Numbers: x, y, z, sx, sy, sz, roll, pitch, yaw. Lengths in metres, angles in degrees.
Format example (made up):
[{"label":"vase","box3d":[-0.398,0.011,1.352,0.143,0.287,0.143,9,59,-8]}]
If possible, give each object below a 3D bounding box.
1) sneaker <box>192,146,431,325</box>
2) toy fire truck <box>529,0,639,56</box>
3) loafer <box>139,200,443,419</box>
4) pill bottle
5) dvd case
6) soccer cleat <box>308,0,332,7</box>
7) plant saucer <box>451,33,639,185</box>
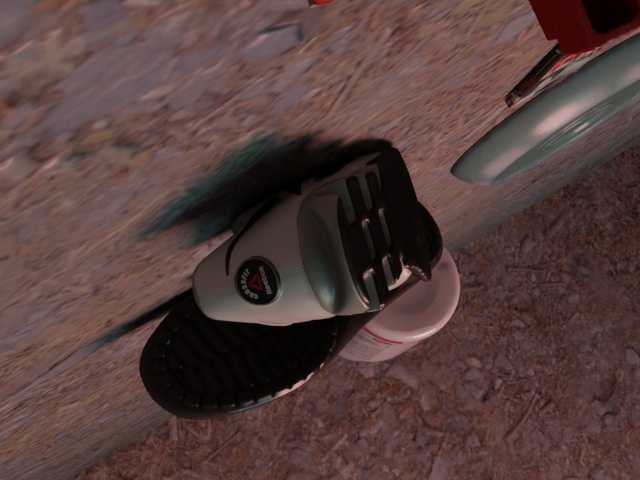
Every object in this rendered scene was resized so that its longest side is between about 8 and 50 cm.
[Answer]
[{"label":"sneaker","box3d":[0.000,0.000,0.788,0.146,0.122,0.330,-16,179,19]},{"label":"toy fire truck","box3d":[0.182,-0.158,0.535,0.192,0.047,0.135,-30,-170,-13]},{"label":"loafer","box3d":[-0.026,0.080,1.020,0.366,0.134,0.130,-27,171,-29]},{"label":"pill bottle","box3d":[0.086,0.089,1.410,0.160,0.160,0.283,-29,172,-17]},{"label":"dvd case","box3d":[0.233,-0.171,0.917,0.087,0.013,0.119,-29,170,-22]},{"label":"soccer cleat","box3d":[-0.004,-0.106,0.351,0.035,0.029,0.083,-32,169,29]},{"label":"plant saucer","box3d":[0.306,-0.154,1.198,0.317,0.044,0.317,-32,173,-4]}]
